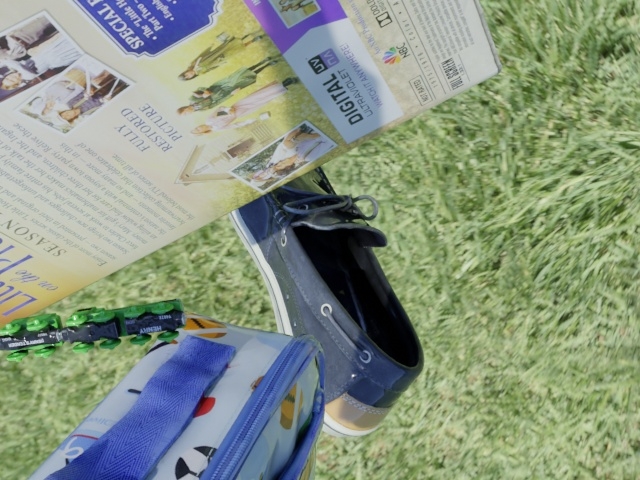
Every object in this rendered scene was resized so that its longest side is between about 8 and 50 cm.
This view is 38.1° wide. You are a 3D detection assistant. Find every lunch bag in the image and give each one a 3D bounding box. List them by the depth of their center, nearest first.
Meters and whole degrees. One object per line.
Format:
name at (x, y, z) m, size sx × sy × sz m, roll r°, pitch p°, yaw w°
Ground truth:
lunch bag at (-0.081, 0.180, 0.448) m, size 0.115 × 0.303 × 0.243 m, roll 13°, pitch 115°, yaw 10°

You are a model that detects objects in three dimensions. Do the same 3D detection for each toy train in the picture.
toy train at (-0.095, 0.036, 0.390) m, size 0.083 × 0.024 × 0.017 m, roll -8°, pitch 104°, yaw 8°

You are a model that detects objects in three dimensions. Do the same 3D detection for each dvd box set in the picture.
dvd box set at (-0.122, -0.095, 0.533) m, size 0.420 × 0.307 × 0.062 m, roll -27°, pitch 61°, yaw 11°

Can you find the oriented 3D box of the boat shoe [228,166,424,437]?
boat shoe at (0.000, 0.000, 1.200) m, size 0.156 × 0.187 × 0.500 m, roll -41°, pitch 57°, yaw 35°
